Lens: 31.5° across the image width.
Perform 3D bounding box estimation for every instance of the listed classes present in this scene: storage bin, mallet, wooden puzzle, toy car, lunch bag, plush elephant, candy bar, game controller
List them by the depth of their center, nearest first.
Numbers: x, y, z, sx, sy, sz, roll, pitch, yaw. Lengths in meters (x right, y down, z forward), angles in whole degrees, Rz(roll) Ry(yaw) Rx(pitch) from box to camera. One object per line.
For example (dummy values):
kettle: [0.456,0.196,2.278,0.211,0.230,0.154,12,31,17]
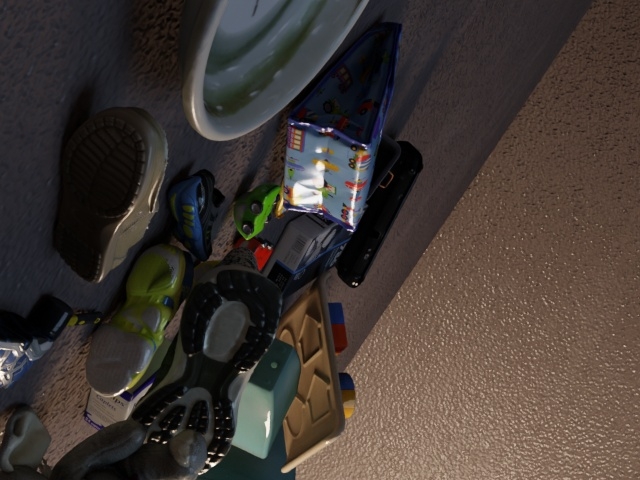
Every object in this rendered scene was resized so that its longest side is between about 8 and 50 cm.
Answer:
mallet: [-0.312,0.094,1.439,0.062,0.039,0.189,-54,172,12]
plush elephant: [-0.341,0.368,1.514,0.255,0.330,0.272,13,87,-66]
toy car: [-0.126,-0.008,1.798,0.239,0.053,0.225,-38,159,-53]
lunch bag: [0.055,-0.204,1.839,0.221,0.138,0.293,97,15,-54]
candy bar: [-0.053,-0.094,1.922,0.040,0.018,0.161,-45,163,-36]
storage bin: [0.093,-0.139,2.188,0.135,0.098,0.091,-54,178,-1]
wooden puzzle: [-0.011,0.274,2.318,0.322,0.080,0.348,132,-41,-59]
game controller: [0.118,-0.058,2.376,0.319,0.067,0.166,-62,-169,13]

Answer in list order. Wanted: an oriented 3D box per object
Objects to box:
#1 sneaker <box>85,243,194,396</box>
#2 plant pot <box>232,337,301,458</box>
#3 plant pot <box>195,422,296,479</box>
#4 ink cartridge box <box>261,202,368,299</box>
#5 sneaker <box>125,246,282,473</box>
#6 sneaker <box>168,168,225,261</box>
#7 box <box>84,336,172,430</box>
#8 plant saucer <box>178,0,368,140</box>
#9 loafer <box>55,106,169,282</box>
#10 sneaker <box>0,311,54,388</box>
sneaker: [-0.241,0.112,1.606,0.240,0.091,0.126,-59,167,15]
plant pot: [-0.133,0.271,2.156,0.234,0.165,0.165,106,9,-57]
plant pot: [-0.174,0.523,2.584,0.272,0.271,0.255,109,5,-51]
ink cartridge box: [0.000,0.000,2.260,0.332,0.065,0.165,-34,156,-59]
sneaker: [-0.169,0.182,1.673,0.410,0.158,0.182,-59,-168,23]
sneaker: [-0.163,-0.033,1.565,0.078,0.067,0.188,-42,161,-23]
box: [-0.290,0.224,1.756,0.126,0.072,0.137,-43,162,-44]
plant saucer: [-0.045,-0.299,1.235,0.400,0.100,0.400,-50,166,-17]
loafer: [-0.222,-0.060,1.232,0.092,0.102,0.268,-45,174,-41]
sneaker: [-0.358,0.124,1.233,0.081,0.080,0.211,-57,166,-3]
